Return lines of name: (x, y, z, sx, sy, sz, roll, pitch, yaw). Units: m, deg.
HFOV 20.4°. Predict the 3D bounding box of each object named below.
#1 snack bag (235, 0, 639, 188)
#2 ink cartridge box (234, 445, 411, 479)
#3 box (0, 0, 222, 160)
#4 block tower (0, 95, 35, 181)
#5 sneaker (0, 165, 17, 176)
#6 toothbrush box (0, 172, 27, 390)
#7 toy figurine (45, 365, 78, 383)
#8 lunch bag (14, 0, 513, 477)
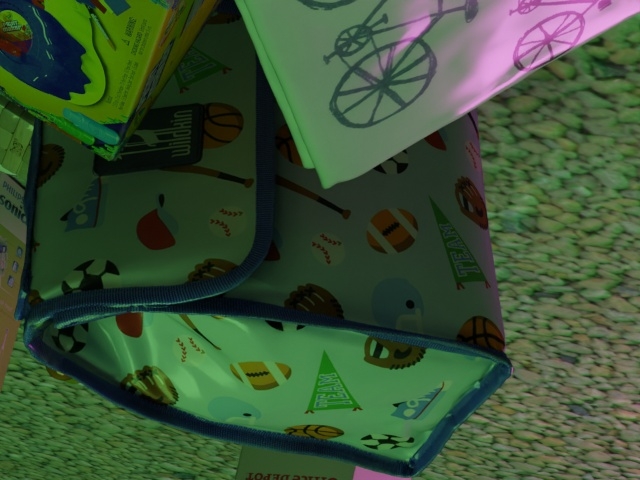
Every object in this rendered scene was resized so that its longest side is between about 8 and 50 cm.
snack bag: (0.111, -0.195, 1.202, 0.342, 0.037, 0.323, -29, 152, -2)
ink cartridge box: (0.018, 0.249, 2.278, 0.171, 0.233, 0.168, 0, 154, 29)
box: (-0.197, -0.241, 1.215, 0.279, 0.177, 0.290, 32, 157, -2)
block tower: (-0.225, -0.093, 1.656, 0.335, 0.091, 0.097, 32, 143, -3)
sneaker: (-0.254, -0.084, 1.812, 0.282, 0.102, 0.161, 11, 161, 5)
toothbrush box: (-0.456, 0.067, 2.035, 0.206, 0.283, 0.122, 2, 154, 25)
toy figurine: (-0.359, 0.086, 2.207, 0.209, 0.148, 0.213, 20, 156, -18)
lunch bag: (-0.055, -0.014, 1.484, 0.385, 0.328, 0.239, 13, 139, -18)
